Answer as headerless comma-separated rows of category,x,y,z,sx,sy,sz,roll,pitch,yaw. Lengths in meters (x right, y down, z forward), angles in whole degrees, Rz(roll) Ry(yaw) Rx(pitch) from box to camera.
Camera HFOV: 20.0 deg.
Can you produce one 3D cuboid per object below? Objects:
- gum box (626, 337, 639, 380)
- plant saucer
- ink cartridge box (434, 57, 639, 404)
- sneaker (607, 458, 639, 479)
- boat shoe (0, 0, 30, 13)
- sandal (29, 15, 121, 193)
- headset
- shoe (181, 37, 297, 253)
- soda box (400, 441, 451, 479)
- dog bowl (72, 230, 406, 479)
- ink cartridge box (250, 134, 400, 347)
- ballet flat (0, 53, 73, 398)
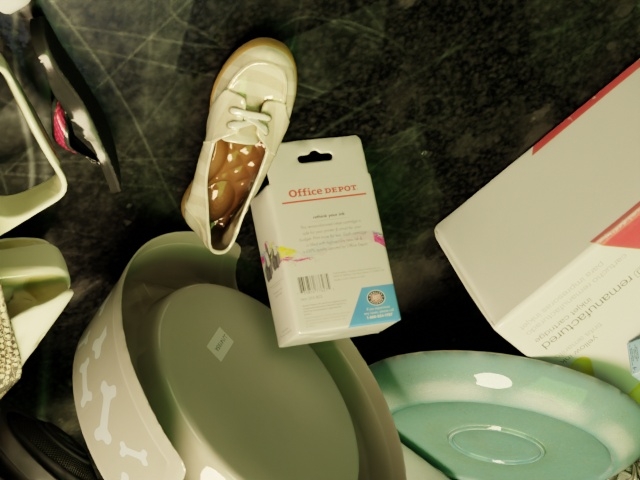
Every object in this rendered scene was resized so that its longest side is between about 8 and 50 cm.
gum box,0.421,0.113,1.784,0.184,0.041,0.157,-25,141,31
plant saucer,0.185,0.198,1.893,0.318,0.043,0.317,10,154,5
ink cartridge box,0.347,0.036,1.870,0.279,0.160,0.385,-41,135,12
sneaker,0.392,0.273,2.169,0.229,0.086,0.132,-29,134,2
boat shoe,-0.260,-0.274,1.329,0.084,0.095,0.258,-26,138,4
sandal,-0.213,-0.111,1.530,0.040,0.067,0.179,-22,129,5
headset,-0.268,0.285,1.647,0.185,0.394,0.243,39,68,-44
shoe,-0.069,-0.081,1.622,0.077,0.058,0.219,7,129,-19
soda box,0.069,0.279,1.952,0.091,0.098,0.286,1,154,38
dog bowl,-0.078,0.162,1.660,0.349,0.348,0.102,25,127,-40
ink cartridge box,0.000,0.000,1.694,0.104,0.181,0.061,-7,167,-21
ballet flat,-0.295,-0.007,1.527,0.182,0.164,0.482,-22,134,-24
